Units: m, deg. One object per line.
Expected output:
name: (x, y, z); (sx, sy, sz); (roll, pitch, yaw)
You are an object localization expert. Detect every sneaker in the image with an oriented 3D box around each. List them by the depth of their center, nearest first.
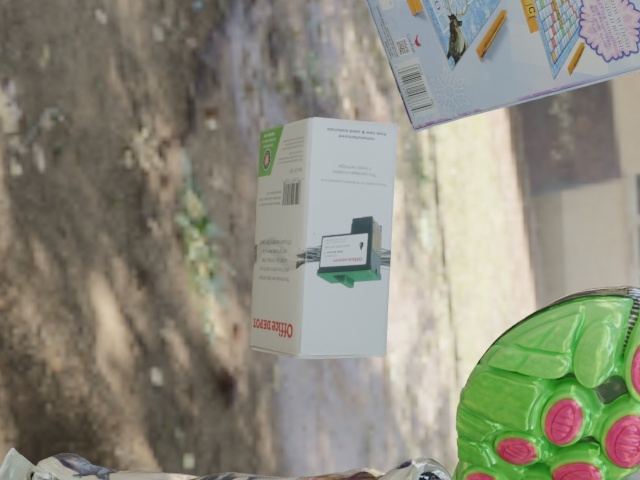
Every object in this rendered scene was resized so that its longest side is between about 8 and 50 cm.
sneaker: (0.235, 0.161, 1.443); (0.202, 0.185, 0.483); (-59, 172, -31)

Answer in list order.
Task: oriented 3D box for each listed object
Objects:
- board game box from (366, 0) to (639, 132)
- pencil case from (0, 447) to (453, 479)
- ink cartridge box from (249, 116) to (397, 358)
board game box: (0.150, -0.274, 1.219); (0.066, 0.318, 0.319); (-28, 101, -39)
pencil case: (-0.071, 0.249, 1.151); (0.183, 0.410, 0.160); (54, 43, -40)
ink cartridge box: (0.000, 0.000, 1.389); (0.160, 0.092, 0.220); (-179, -88, -71)
